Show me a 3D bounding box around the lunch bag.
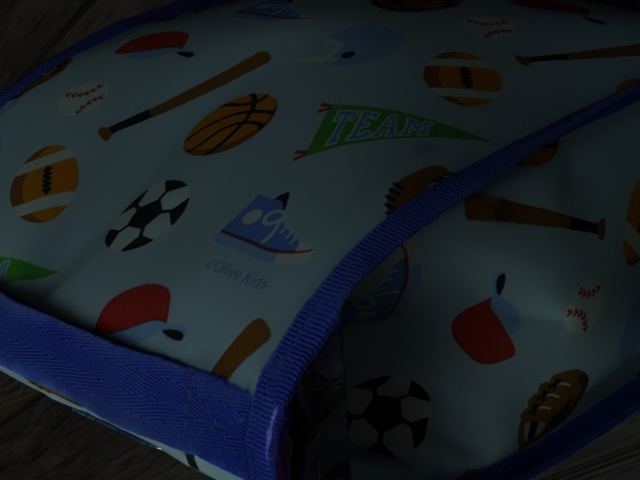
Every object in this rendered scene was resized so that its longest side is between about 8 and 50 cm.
[{"bbox_3d":[0.000,0.000,0.781,0.328,0.385,0.239,18,120,40],"label":"lunch bag"}]
